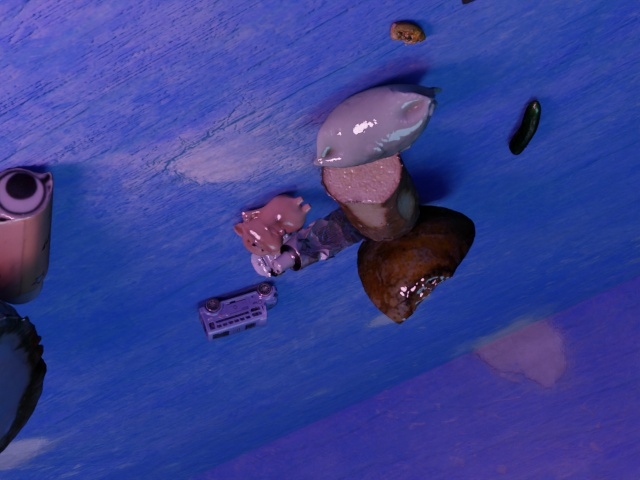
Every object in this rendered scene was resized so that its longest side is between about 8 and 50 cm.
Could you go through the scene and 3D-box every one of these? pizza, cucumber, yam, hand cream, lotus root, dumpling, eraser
[{"bbox_3d":[0.121,-0.283,1.493,0.037,0.016,0.083,-26,162,30],"label":"pizza"},{"bbox_3d":[0.365,-0.195,1.929,0.033,0.036,0.184,-24,160,-15],"label":"cucumber"},{"bbox_3d":[0.092,-0.081,1.829,0.128,0.129,0.238,-56,160,-6],"label":"yam"},{"bbox_3d":[0.003,-0.001,1.875,0.050,0.084,0.257,-28,179,41],"label":"hand cream"},{"bbox_3d":[0.169,0.010,1.991,0.210,0.142,0.314,-48,-175,13],"label":"lotus root"},{"bbox_3d":[0.090,-0.168,1.625,0.216,0.105,0.149,-28,159,16],"label":"dumpling"},{"bbox_3d":[-0.469,0.008,1.552,0.171,0.087,0.290,-10,156,-20],"label":"eraser"}]

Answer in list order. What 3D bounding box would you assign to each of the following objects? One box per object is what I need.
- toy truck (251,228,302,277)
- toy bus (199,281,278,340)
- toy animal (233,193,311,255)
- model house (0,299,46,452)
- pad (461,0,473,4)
[{"bbox_3d":[-0.072,0.021,2.006,0.111,0.076,0.077,-29,178,21],"label":"toy truck"},{"bbox_3d":[-0.161,0.147,2.214,0.167,0.076,0.073,-16,159,-12],"label":"toy bus"},{"bbox_3d":[-0.079,-0.026,1.855,0.150,0.083,0.089,-34,167,29],"label":"toy animal"},{"bbox_3d":[-0.623,0.179,1.551,0.297,0.339,0.360,-57,169,-23],"label":"model house"},{"bbox_3d":[0.276,-0.382,1.415,0.211,0.003,0.143,-23,159,6],"label":"pad"}]
